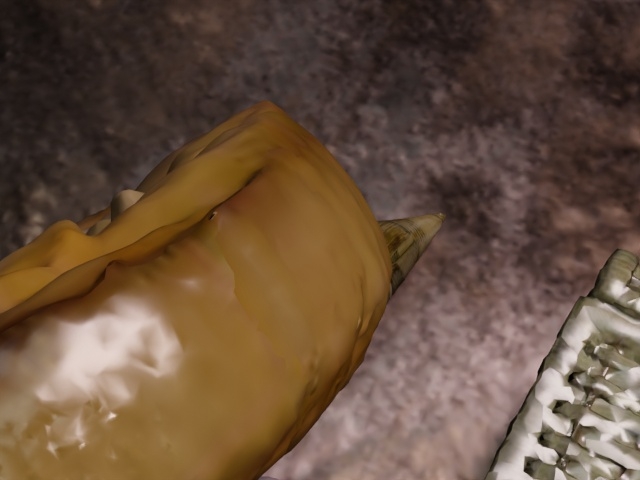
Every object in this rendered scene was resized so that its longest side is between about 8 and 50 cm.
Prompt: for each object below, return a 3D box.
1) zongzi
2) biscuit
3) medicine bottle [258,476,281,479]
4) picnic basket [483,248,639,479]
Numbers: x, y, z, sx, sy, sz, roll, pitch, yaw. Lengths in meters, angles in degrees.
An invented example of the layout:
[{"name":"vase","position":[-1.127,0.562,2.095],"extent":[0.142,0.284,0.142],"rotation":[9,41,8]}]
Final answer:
[{"name":"zongzi","position":[0.000,0.000,0.641],"extent":[0.076,0.040,0.083],"rotation":[24,52,16]},{"name":"biscuit","position":[-0.102,0.074,0.462],"extent":[0.296,0.296,0.102],"rotation":[-40,98,-21]},{"name":"medicine bottle","position":[-0.069,0.204,0.462],"extent":[0.254,0.152,0.152],"rotation":[-38,70,-20]},{"name":"picnic basket","position":[0.149,0.114,0.534],"extent":[0.196,0.134,0.154],"rotation":[26,63,11]}]
